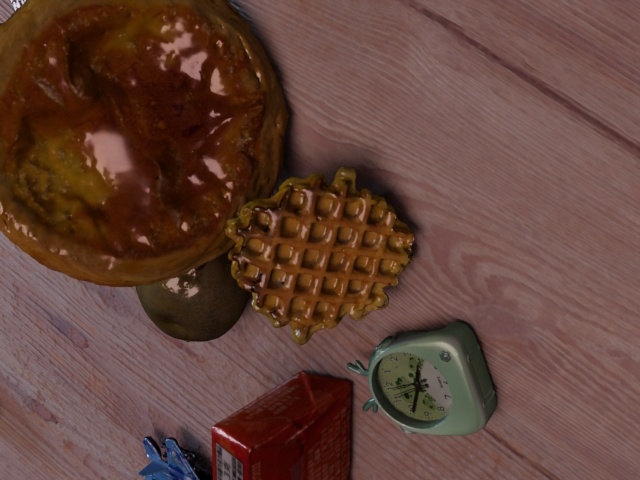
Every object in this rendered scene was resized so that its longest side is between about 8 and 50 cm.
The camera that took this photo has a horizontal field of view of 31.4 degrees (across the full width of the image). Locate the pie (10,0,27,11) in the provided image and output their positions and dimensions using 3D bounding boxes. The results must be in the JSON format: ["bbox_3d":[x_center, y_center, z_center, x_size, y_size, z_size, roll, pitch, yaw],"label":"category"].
[{"bbox_3d":[-0.389,-0.368,1.684,0.182,0.049,0.182,13,117,26],"label":"pie"}]

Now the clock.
[{"bbox_3d":[0.139,0.201,1.643,0.211,0.066,0.159,-7,110,34],"label":"clock"}]

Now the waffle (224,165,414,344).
[{"bbox_3d":[0.002,0.020,1.553,0.238,0.058,0.243,-35,115,3],"label":"waffle"}]

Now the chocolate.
[{"bbox_3d":[-0.061,0.341,1.734,0.108,0.235,0.237,22,124,33],"label":"chocolate"}]

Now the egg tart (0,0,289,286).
[{"bbox_3d":[-0.264,-0.155,1.561,0.443,0.443,0.178,68,166,-14],"label":"egg tart"}]

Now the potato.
[{"bbox_3d":[-0.197,0.062,1.724,0.177,0.160,0.235,58,147,25],"label":"potato"}]

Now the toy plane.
[{"bbox_3d":[-0.205,0.424,1.959,0.246,0.078,0.169,14,120,18],"label":"toy plane"}]
